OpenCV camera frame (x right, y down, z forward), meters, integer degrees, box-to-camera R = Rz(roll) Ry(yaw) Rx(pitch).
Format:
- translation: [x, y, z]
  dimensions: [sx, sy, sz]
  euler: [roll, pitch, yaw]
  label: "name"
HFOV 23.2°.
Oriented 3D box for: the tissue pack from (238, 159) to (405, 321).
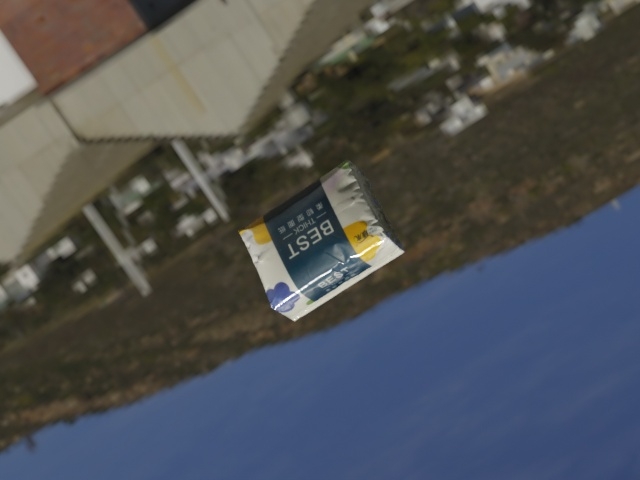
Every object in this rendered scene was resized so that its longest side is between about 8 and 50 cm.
- translation: [0.000, 0.000, 0.929]
  dimensions: [0.083, 0.062, 0.042]
  euler: [-31, 152, 13]
  label: "tissue pack"
